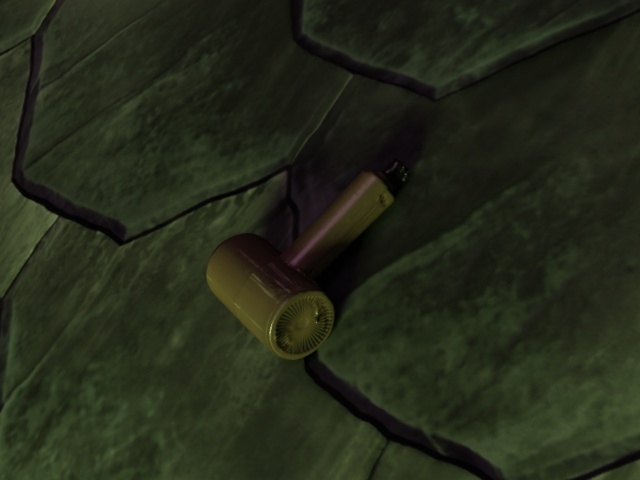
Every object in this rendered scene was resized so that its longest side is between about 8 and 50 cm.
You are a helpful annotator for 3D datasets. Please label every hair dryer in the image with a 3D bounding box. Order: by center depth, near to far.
[{"bbox_3d":[0.000,0.000,1.050,0.182,0.064,0.117,-44,43,-4],"label":"hair dryer"}]
